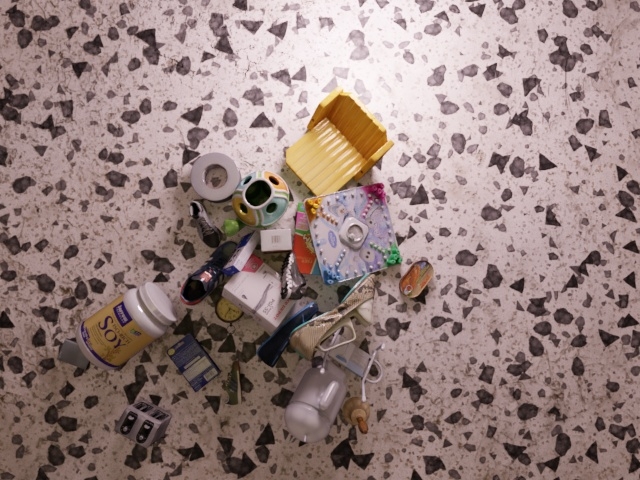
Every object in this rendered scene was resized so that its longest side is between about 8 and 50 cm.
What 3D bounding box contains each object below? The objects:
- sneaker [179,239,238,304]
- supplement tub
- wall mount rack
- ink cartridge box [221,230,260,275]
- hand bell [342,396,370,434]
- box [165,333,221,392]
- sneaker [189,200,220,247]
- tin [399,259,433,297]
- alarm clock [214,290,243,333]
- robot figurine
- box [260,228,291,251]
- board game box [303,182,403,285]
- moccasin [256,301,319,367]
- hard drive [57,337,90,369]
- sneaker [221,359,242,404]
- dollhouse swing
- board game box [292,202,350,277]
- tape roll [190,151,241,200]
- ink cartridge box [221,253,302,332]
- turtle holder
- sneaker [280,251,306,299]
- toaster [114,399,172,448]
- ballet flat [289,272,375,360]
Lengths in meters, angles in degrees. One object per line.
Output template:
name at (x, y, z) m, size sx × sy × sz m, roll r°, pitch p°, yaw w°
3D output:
sneaker at (-0.476, 0.144, 1.804) m, size 0.131 × 0.148 × 0.350 m, roll 37°, pitch 83°, yaw 1°
supplement tub at (-0.799, 0.351, 1.730) m, size 0.331 × 0.241 × 0.241 m, roll -36°, pitch 89°, yaw -4°
wall mount rack at (0.127, 0.514, 1.766) m, size 0.350 × 0.130 × 0.304 m, roll 33°, pitch 49°, yaw 0°
ink cartridge box at (-0.340, 0.055, 1.789) m, size 0.046 × 0.097 × 0.207 m, roll 47°, pitch 46°, yaw -23°
hand bell at (0.167, 0.761, 1.749) m, size 0.126 × 0.242 × 0.126 m, roll 0°, pitch 87°, yaw -2°
box at (-0.561, 0.536, 1.831) m, size 0.136 × 0.036 × 0.225 m, roll -37°, pitch 90°, yaw -5°
sneaker at (-0.523, -0.072, 1.826) m, size 0.086 × 0.132 × 0.229 m, roll -27°, pitch 88°, yaw -4°
tin at (0.440, 0.176, 1.905) m, size 0.106 × 0.040 × 0.190 m, roll 39°, pitch 85°, yaw 4°
alarm clock at (-0.399, 0.318, 1.840) m, size 0.129 × 0.064 × 0.192 m, roll -1°, pitch 83°, yaw -3°
robot figurine at (-0.020, 0.677, 1.721) m, size 0.199 × 0.300 × 0.353 m, roll 34°, pitch 47°, yaw 1°
box at (-0.191, 0.006, 1.818) m, size 0.130 × 0.170 × 0.091 m, roll -4°, pitch 85°, yaw -3°
board game box at (0.154, -0.035, 1.840) m, size 0.389 × 0.050 × 0.390 m, roll -15°, pitch 92°, yaw -17°
moccasin at (-0.123, 0.416, 1.823) m, size 0.342 × 0.137 × 0.117 m, roll -45°, pitch 77°, yaw 8°
hard drive at (-1.070, 0.497, 1.816) m, size 0.135 × 0.022 × 0.094 m, roll 21°, pitch 86°, yaw -1°
sneaker at (-0.392, 0.628, 1.818) m, size 0.086 × 0.064 × 0.192 m, roll -5°, pitch 89°, yaw -8°
dollhouse swing at (0.057, -0.406, 1.811) m, size 0.305 × 0.315 × 0.347 m, roll -41°, pitch 89°, yaw -25°
board game box at (0.000, 0.000, 1.881) m, size 0.242 × 0.064 × 0.317 m, roll 6°, pitch 86°, yaw -2°
tape roll at (-0.470, -0.282, 1.874) m, size 0.219 × 0.072 × 0.219 m, roll 0°, pitch 87°, yaw -2°
ink cartridge box at (-0.250, 0.228, 1.796) m, size 0.283 × 0.117 × 0.207 m, roll 37°, pitch 61°, yaw 0°
turtle holder at (-0.291, -0.172, 1.797) m, size 0.320 × 0.227 × 0.243 m, roll -18°, pitch 88°, yaw -4°
sneaker at (-0.112, 0.157, 1.774) m, size 0.106 × 0.078 × 0.234 m, roll 20°, pitch 49°, yaw -25°
toaster at (-0.735, 0.770, 1.746) m, size 0.168 × 0.186 × 0.110 m, roll 25°, pitch 83°, yaw 7°
ballet flat at (0.099, 0.335, 1.735) m, size 0.482 × 0.164 × 0.182 m, roll -34°, pitch 63°, yaw -23°
